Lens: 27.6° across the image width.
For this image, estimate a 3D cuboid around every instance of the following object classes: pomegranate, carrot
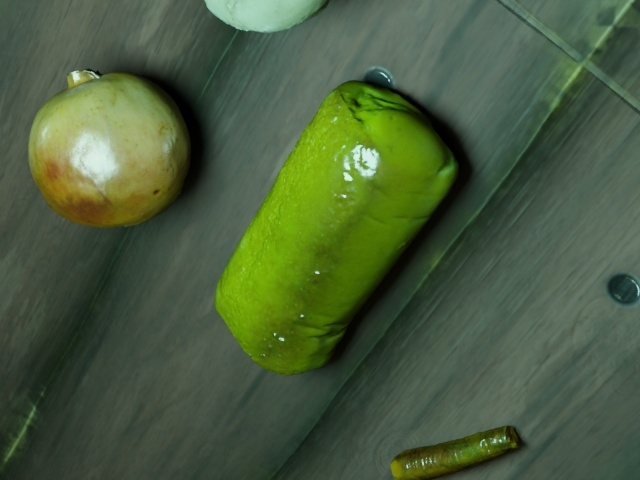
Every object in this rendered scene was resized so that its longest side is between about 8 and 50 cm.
[{"bbox_3d":[-0.239,-0.105,1.493,0.191,0.191,0.191,14,119,27],"label":"pomegranate"},{"bbox_3d":[0.155,0.245,1.497,0.171,0.042,0.042,-25,98,35],"label":"carrot"}]

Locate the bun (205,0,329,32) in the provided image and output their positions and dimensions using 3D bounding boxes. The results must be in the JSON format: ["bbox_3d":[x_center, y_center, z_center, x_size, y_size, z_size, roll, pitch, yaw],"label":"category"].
[{"bbox_3d":[-0.033,-0.316,1.283,0.231,0.133,0.231,19,113,51],"label":"bun"}]

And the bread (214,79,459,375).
[{"bbox_3d":[0.000,0.000,1.428,0.166,0.112,0.383,40,128,9],"label":"bread"}]
